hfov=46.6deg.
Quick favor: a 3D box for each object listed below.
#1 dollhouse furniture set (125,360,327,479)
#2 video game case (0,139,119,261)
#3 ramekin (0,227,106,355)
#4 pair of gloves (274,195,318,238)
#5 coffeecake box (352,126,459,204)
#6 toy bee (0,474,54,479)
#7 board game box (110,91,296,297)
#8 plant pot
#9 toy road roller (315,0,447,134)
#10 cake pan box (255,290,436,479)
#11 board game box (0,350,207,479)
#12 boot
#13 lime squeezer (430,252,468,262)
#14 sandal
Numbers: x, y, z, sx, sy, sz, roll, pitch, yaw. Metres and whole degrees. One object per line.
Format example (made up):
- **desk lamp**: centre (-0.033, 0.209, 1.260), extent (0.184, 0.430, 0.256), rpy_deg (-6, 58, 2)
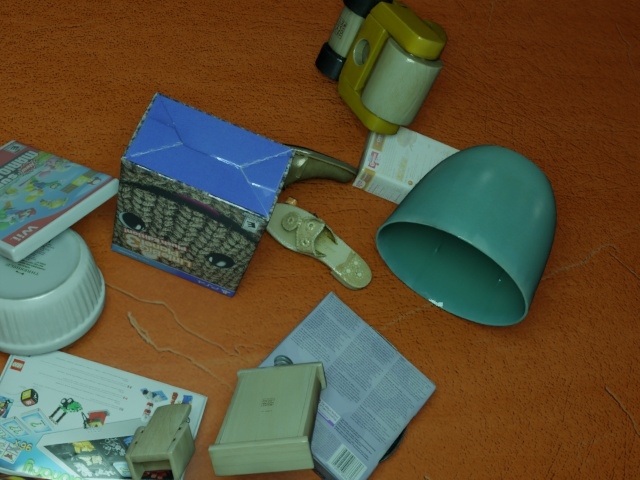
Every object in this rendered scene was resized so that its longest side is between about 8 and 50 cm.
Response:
- **dollhouse furniture set**: centre (-0.093, 0.375, 1.123), extent (0.286, 0.303, 0.198), rpy_deg (-7, 21, 9)
- **video game case**: centre (-0.485, -0.073, 1.182), extent (0.285, 0.025, 0.204), rpy_deg (20, 47, 32)
- **ramekin**: centre (-0.443, 0.062, 1.142), extent (0.207, 0.109, 0.207), rpy_deg (3, 47, -3)
- **pair of gloves**: centre (-0.047, -0.041, 1.413), extent (0.083, 0.010, 0.074), rpy_deg (34, 59, 2)
- **coffeecake box**: centre (0.174, -0.147, 1.504), extent (0.185, 0.068, 0.142), rpy_deg (22, 60, -7)
- **toy bee**: centre (-0.513, 0.363, 0.976), extent (0.298, 0.195, 0.162), rpy_deg (-5, 23, 7)
- **board game box**: centre (-0.200, -0.062, 1.210), extent (0.232, 0.291, 0.141), rpy_deg (22, 58, -6)
- **plant pot**: centre (0.284, -0.027, 1.328), extent (0.293, 0.293, 0.235), rpy_deg (35, 69, 1)
- **toy road roller**: centre (0.165, -0.368, 1.508), extent (0.240, 0.202, 0.329), rpy_deg (4, 39, -33)
- **cake pan box**: centre (0.032, 0.257, 1.256), extent (0.267, 0.070, 0.246), rpy_deg (41, 62, 5)
- **board game box**: centre (-0.346, 0.287, 1.126), extent (0.305, 0.053, 0.193), rpy_deg (19, 59, -8)
- **boot**: centre (-0.078, -0.132, 1.418), extent (0.305, 0.112, 0.115), rpy_deg (9, 92, -18)
- **lime squeezer**: centre (0.357, -0.015, 1.505), extent (0.310, 0.059, 0.110), rpy_deg (-38, 80, -29)
- **sandal**: centre (0.003, -0.005, 1.362), extent (0.240, 0.079, 0.088), rpy_deg (38, 61, -1)
